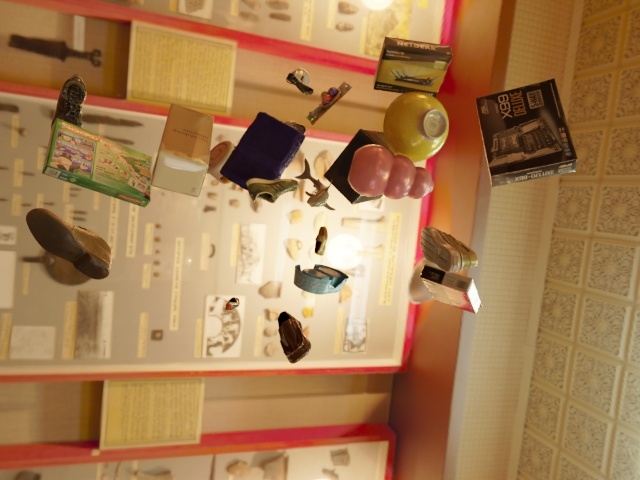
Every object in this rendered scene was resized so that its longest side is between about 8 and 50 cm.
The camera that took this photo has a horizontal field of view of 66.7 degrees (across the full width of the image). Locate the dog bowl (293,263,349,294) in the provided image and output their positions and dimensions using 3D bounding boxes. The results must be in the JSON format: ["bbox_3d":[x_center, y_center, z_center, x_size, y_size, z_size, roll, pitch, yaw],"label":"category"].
[{"bbox_3d":[-0.002,0.163,2.040,0.166,0.297,0.074,25,-79,29],"label":"dog bowl"}]

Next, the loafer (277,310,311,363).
[{"bbox_3d":[-0.150,0.450,2.296,0.134,0.130,0.366,-40,-158,-1],"label":"loafer"}]

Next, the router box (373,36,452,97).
[{"bbox_3d":[0.420,-0.796,2.251,0.242,0.309,0.080,101,-6,-57],"label":"router box"}]

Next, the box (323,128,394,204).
[{"bbox_3d":[0.248,-0.362,2.389,0.212,0.395,0.293,46,-65,12],"label":"box"}]

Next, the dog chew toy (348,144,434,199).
[{"bbox_3d":[0.281,-0.253,1.920,0.206,0.332,0.206,-164,-90,-90],"label":"dog chew toy"}]

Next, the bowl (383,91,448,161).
[{"bbox_3d":[0.415,-0.459,1.952,0.156,0.290,0.289,-163,-102,-64],"label":"bowl"}]

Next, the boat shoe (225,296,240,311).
[{"bbox_3d":[-0.385,0.273,2.146,0.137,0.049,0.043,-47,154,-78],"label":"boat shoe"}]

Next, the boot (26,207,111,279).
[{"bbox_3d":[-0.789,-0.006,1.545,0.305,0.112,0.115,54,20,-38],"label":"boot"}]

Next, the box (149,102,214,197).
[{"bbox_3d":[-0.411,-0.277,1.468,0.311,0.148,0.121,-102,-147,-49],"label":"box"}]

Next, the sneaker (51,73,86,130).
[{"bbox_3d":[-0.937,-0.497,1.827,0.267,0.101,0.106,-55,-140,26],"label":"sneaker"}]

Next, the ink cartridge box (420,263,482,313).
[{"bbox_3d":[0.503,0.197,1.840,0.176,0.371,0.069,18,-102,30],"label":"ink cartridge box"}]

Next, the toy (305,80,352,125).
[{"bbox_3d":[0.022,-0.623,2.156,0.237,0.056,0.136,-45,-149,12],"label":"toy"}]

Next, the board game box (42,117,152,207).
[{"bbox_3d":[-0.705,-0.246,1.572,0.046,0.318,0.213,-41,-135,32],"label":"board game box"}]

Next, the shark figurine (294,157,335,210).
[{"bbox_3d":[0.003,-0.233,2.063,0.116,0.166,0.278,-56,-149,29],"label":"shark figurine"}]

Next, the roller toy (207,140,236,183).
[{"bbox_3d":[-0.462,-0.382,2.406,0.209,0.146,0.191,24,-104,49],"label":"roller toy"}]

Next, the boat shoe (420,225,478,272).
[{"bbox_3d":[0.406,0.032,1.574,0.302,0.094,0.109,-111,-156,-68],"label":"boat shoe"}]

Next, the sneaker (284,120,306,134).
[{"bbox_3d":[-0.139,-0.488,2.243,0.153,0.269,0.101,26,-61,39],"label":"sneaker"}]

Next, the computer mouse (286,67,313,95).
[{"bbox_3d":[-0.068,-0.570,1.704,0.042,0.106,0.193,-50,-158,26],"label":"computer mouse"}]

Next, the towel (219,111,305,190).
[{"bbox_3d":[-0.225,-0.335,1.923,0.308,0.228,0.076,-59,172,-7],"label":"towel"}]

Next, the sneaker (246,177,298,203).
[{"bbox_3d":[-0.162,-0.166,1.701,0.064,0.192,0.086,-48,-130,54],"label":"sneaker"}]

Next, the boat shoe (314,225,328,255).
[{"bbox_3d":[0.000,0.000,2.168,0.050,0.045,0.135,-3,-100,44],"label":"boat shoe"}]

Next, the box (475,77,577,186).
[{"bbox_3d":[0.633,-0.335,1.520,0.076,0.243,0.307,47,38,-58],"label":"box"}]
